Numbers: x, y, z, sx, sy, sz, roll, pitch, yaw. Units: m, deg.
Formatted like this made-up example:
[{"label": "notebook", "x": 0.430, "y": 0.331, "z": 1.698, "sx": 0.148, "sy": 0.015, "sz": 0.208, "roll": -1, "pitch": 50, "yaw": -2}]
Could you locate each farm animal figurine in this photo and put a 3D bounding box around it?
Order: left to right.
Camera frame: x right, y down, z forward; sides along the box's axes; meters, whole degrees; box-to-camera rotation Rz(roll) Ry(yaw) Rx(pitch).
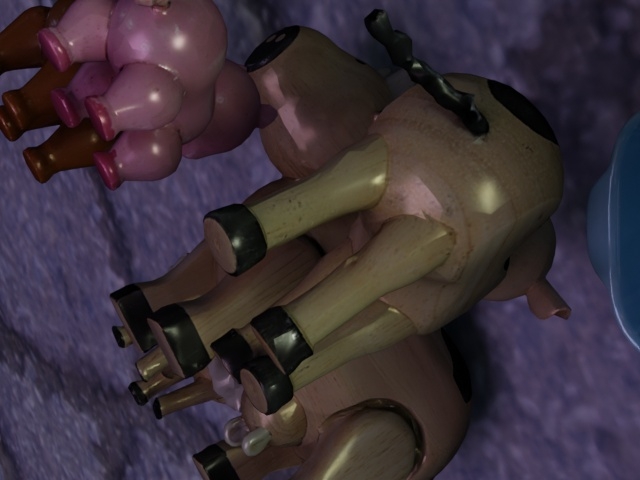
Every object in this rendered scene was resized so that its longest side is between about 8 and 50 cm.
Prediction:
[{"label": "farm animal figurine", "x": 0.000, "y": 0.000, "z": 0.510, "sx": 0.330, "sy": 0.172, "sz": 0.327, "roll": 37, "pitch": 151, "yaw": 50}]

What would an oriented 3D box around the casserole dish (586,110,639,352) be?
[{"label": "casserole dish", "x": 0.184, "y": 0.006, "z": 0.407, "sx": 0.188, "sy": 0.037, "sz": 0.114, "roll": 14, "pitch": 116, "yaw": 44}]
